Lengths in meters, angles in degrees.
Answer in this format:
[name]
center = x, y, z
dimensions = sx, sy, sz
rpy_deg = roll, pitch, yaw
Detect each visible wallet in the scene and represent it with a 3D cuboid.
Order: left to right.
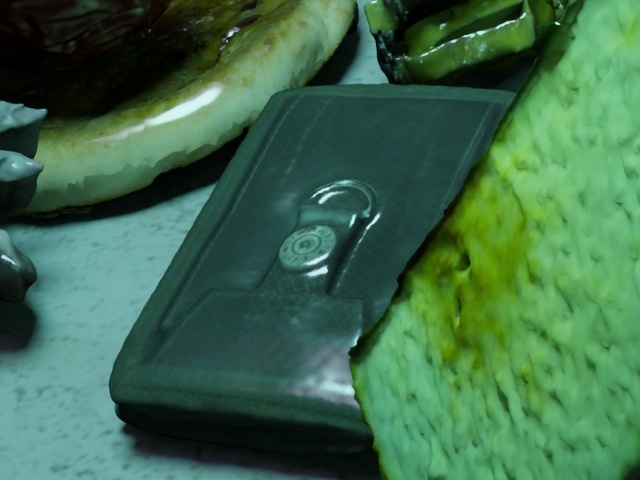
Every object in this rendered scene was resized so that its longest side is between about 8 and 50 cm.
[wallet]
center = 0.000, 0.000, 0.744
dimensions = 0.168, 0.052, 0.245
rpy_deg = 1, 48, 31

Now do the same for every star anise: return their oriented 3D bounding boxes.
[star anise]
center = -0.247, -0.021, 0.861
dimensions = 0.229, 0.093, 0.236
rpy_deg = -3, 60, 31

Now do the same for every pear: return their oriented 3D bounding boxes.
[pear]
center = 0.171, 0.022, 0.551
dimensions = 0.292, 0.292, 0.159
rpy_deg = -24, 61, -11

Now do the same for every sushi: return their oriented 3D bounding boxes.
[sushi]
center = 0.098, -0.176, 0.925
dimensions = 0.139, 0.131, 0.291
rpy_deg = -18, 12, 11

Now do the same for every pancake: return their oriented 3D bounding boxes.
[pancake]
center = -0.153, -0.147, 1.061
dimensions = 0.382, 0.071, 0.382
rpy_deg = -11, 33, 8

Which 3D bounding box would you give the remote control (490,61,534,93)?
[remote control]
center = 0.101, -0.044, 0.827
dimensions = 0.250, 0.034, 0.103
rpy_deg = -34, 37, -24

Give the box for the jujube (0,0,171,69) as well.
[jujube]
center = -0.256, -0.227, 0.956
dimensions = 0.342, 0.216, 0.216
rpy_deg = 6, 38, 20
